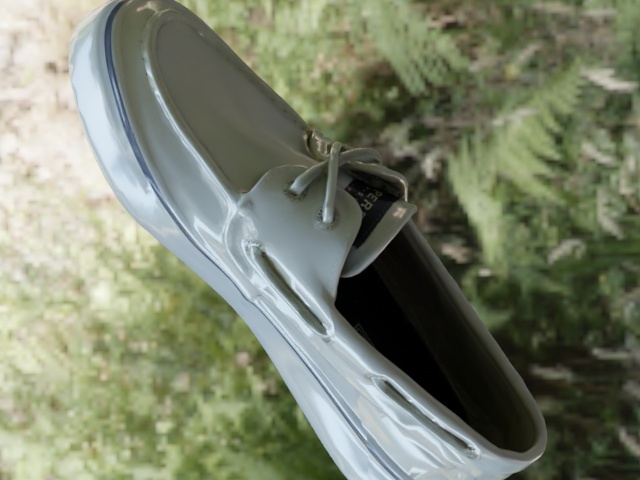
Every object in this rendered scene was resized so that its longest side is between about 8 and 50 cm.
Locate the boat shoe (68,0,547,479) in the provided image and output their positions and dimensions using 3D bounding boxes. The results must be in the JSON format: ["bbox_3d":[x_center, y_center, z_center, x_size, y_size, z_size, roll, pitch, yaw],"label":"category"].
[{"bbox_3d":[0.000,0.000,0.624,0.096,0.088,0.267,-39,-81,-46],"label":"boat shoe"}]
